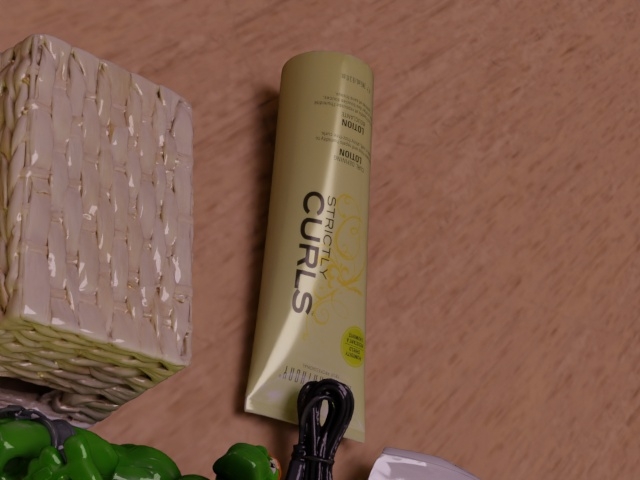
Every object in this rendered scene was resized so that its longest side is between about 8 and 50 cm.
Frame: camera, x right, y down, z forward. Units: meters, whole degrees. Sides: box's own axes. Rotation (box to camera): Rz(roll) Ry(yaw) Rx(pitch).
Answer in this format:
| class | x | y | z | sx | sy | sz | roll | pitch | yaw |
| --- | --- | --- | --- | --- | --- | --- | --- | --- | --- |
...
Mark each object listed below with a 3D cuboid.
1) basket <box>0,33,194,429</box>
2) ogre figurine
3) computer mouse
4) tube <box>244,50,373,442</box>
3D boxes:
| class | x | y | z | sx | sy | sz | roll | pitch | yaw |
| --- | --- | --- | --- | --- | --- | --- | --- | --- | --- |
| basket | -0.132 | -0.004 | 0.687 | 0.113 | 0.103 | 0.167 | 22 | 54 | -39 |
| ogre figurine | -0.065 | 0.141 | 0.656 | 0.118 | 0.197 | 0.097 | 20 | 81 | -74 |
| computer mouse | 0.057 | 0.157 | 0.833 | 0.193 | 0.042 | 0.106 | 24 | 66 | -37 |
| tube | 0.000 | 0.000 | 0.863 | 0.070 | 0.062 | 0.240 | 4 | 67 | 2 |
